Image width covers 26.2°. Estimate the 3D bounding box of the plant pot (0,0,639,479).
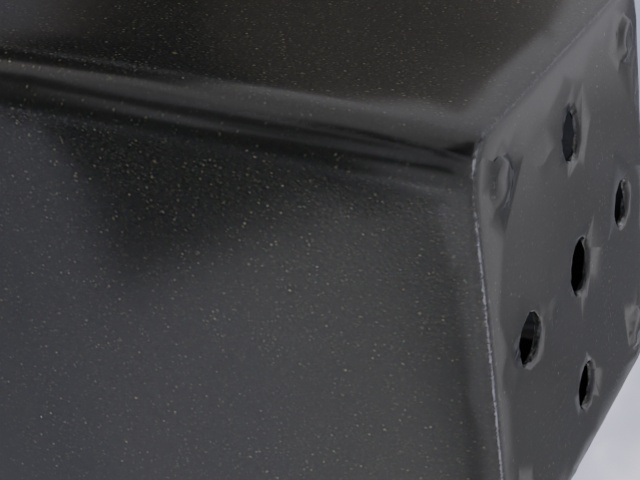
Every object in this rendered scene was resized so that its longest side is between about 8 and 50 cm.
[{"bbox_3d":[0.000,0.000,0.416,0.187,0.167,0.188,-44,-46,-49],"label":"plant pot"}]
